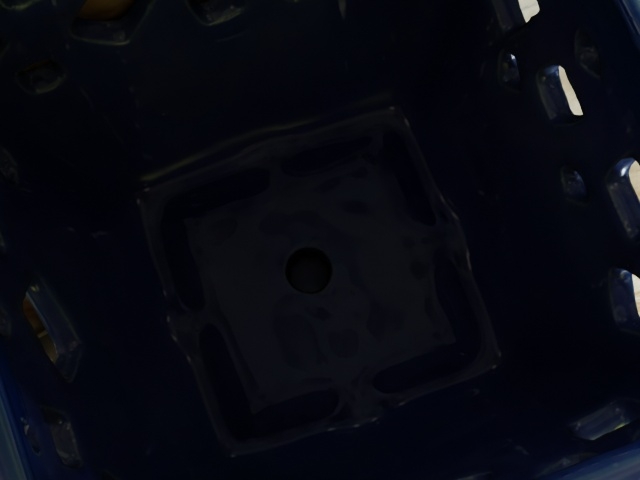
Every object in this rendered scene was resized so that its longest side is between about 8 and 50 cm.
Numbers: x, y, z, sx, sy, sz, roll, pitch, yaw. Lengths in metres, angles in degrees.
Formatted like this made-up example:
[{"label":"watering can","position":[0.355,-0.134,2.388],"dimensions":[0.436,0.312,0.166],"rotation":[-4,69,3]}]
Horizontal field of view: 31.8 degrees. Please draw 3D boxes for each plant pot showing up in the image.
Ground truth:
[{"label":"plant pot","position":[0.000,0.000,0.403],"dimensions":[0.236,0.236,0.212],"rotation":[-20,169,-3]}]

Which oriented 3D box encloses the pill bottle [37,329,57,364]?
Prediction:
[{"label":"pill bottle","position":[-0.096,0.129,0.688],"dimensions":[0.361,0.204,0.204],"rotation":[-31,159,26]}]
